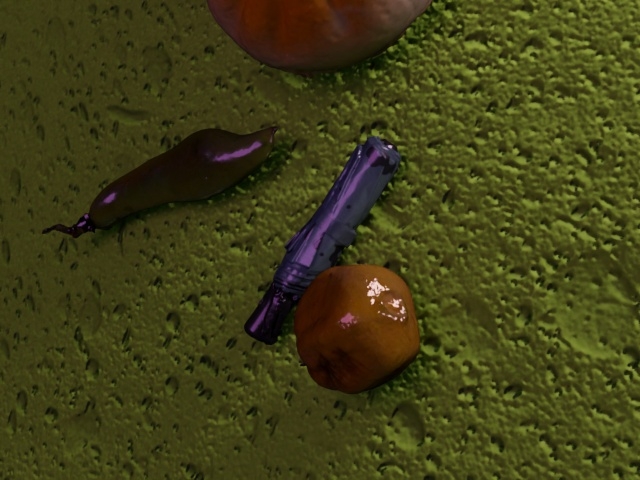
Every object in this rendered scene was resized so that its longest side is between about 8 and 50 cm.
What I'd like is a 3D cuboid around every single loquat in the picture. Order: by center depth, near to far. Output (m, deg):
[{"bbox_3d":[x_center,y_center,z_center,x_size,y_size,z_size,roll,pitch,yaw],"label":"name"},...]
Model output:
[{"bbox_3d":[0.033,0.087,1.207,0.137,0.113,0.137,-3,86,44],"label":"loquat"}]

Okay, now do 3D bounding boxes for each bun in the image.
[{"bbox_3d":[-0.016,-0.326,1.303,0.299,0.164,0.299,-6,79,34],"label":"bun"}]

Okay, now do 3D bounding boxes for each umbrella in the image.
[{"bbox_3d":[-0.002,-0.001,1.290,0.053,0.052,0.250,42,100,35],"label":"umbrella"}]

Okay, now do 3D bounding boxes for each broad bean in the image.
[{"bbox_3d":[-0.178,-0.066,1.432,0.325,0.067,0.075,-23,34,30],"label":"broad bean"}]
